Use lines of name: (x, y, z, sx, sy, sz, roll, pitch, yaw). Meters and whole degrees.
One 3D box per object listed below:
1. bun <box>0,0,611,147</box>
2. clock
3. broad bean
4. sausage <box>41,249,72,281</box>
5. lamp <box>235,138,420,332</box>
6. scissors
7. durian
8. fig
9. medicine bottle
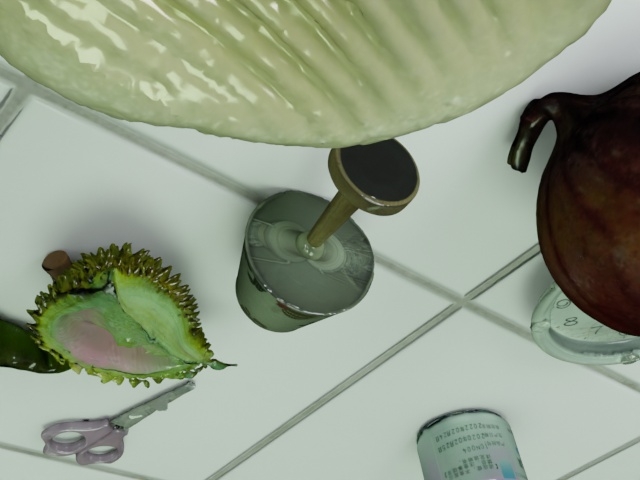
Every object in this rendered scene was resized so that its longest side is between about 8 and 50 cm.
bun: (-0.014, -0.215, 0.359, 0.352, 0.227, 0.349, -35, 134, 29)
clock: (0.334, 0.053, 0.866, 0.236, 0.053, 0.236, -4, 139, -4)
broad bean: (-0.305, 0.097, 0.789, 0.195, 0.046, 0.061, 12, 114, -34)
sausage: (-0.228, 0.053, 0.771, 0.026, 0.026, 0.116, -13, 140, 3)
lamp: (0.000, 0.000, 0.681, 0.121, 0.121, 0.215, 12, 146, -23)
scissors: (-0.229, 0.214, 0.957, 0.212, 0.021, 0.110, -29, 138, 21)
durian: (-0.176, 0.067, 0.747, 0.137, 0.096, 0.221, -10, 143, 16)
fig: (0.272, -0.037, 0.636, 0.235, 0.235, 0.214, -25, 100, 16)
medicine bottle: (0.203, 0.323, 1.055, 0.135, 0.168, 0.135, -5, 139, -5)
